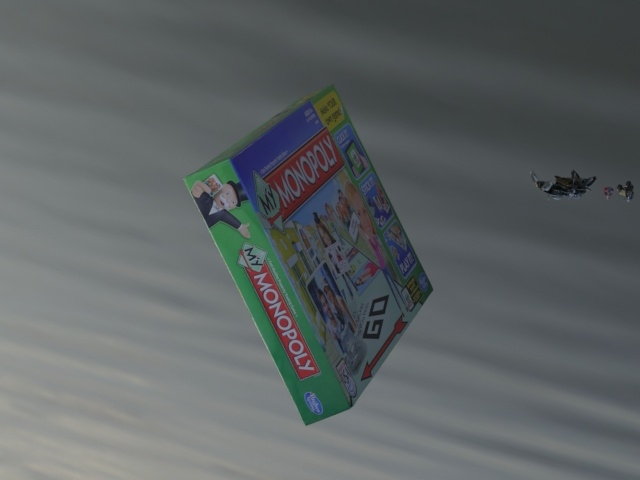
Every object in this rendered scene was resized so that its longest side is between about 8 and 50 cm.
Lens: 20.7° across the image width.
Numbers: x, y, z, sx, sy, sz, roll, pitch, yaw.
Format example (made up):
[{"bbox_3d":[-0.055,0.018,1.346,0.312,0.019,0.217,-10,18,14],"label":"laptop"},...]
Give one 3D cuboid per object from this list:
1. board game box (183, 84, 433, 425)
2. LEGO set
[{"bbox_3d":[0.000,0.000,1.455,0.046,0.317,0.213,-23,99,20],"label":"board game box"},{"bbox_3d":[0.207,-0.038,1.390,0.083,0.023,0.054,17,-159,23],"label":"LEGO set"}]
